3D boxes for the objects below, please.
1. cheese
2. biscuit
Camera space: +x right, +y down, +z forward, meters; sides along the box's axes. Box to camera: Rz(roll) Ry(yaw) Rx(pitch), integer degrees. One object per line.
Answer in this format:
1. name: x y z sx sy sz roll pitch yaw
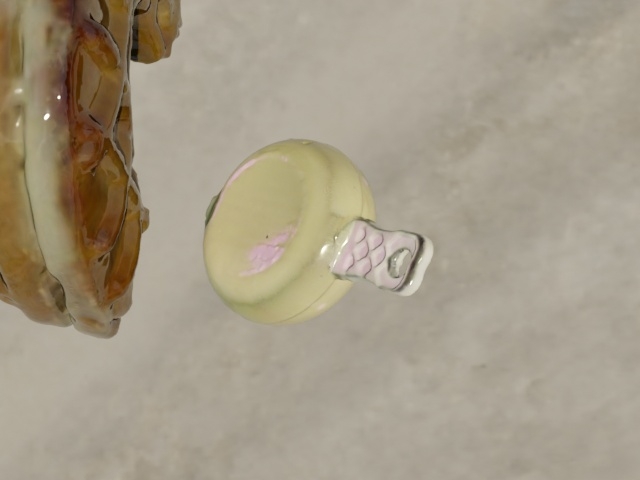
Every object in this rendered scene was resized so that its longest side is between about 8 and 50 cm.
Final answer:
1. cheese: 0.000 0.000 1.091 0.227 0.064 0.137 14 82 55
2. biscuit: -0.177 -0.135 1.132 0.115 0.268 0.366 -1 57 4
